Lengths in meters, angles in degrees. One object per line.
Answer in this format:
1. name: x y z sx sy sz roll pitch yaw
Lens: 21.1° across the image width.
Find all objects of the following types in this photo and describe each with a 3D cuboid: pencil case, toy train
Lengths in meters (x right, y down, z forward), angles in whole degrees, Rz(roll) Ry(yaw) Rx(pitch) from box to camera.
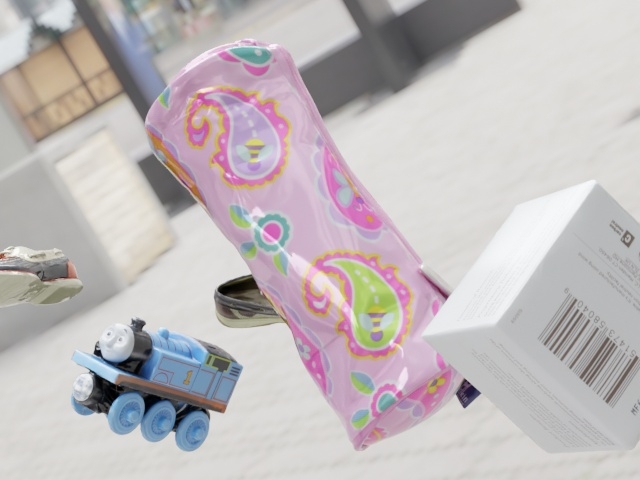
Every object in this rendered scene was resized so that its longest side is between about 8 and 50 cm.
1. pencil case: 0.000 0.000 1.144 0.124 0.284 0.124 -34 -13 -9
2. toy train: -0.158 0.133 1.620 0.080 0.184 0.105 20 87 38

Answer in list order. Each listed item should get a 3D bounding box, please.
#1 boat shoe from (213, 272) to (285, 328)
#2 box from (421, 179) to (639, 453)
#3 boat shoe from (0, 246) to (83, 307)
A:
1. boat shoe: -0.031 0.053 1.698 0.152 0.056 0.049 -12 -30 0
2. box: 0.130 0.042 0.892 0.102 0.101 0.087 -52 13 -21
3. boat shoe: -0.244 0.026 1.400 0.049 0.043 0.137 -32 -15 21
